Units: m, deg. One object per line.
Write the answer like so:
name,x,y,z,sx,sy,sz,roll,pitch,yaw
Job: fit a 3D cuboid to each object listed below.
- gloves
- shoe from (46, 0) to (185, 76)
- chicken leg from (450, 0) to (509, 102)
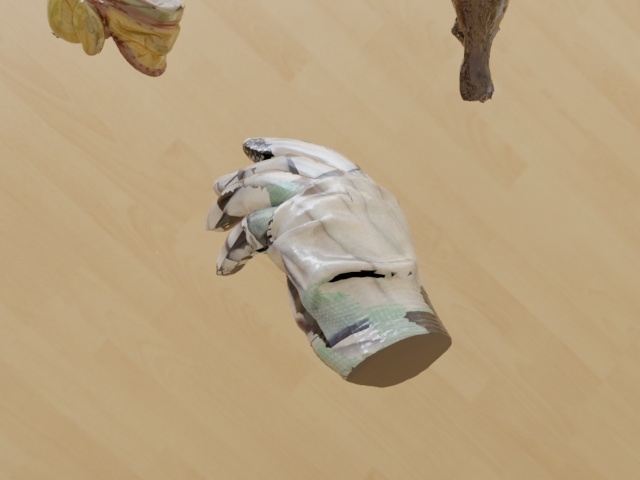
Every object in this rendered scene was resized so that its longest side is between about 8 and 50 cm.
gloves,0.002,-0.005,0.541,0.127,0.111,0.212,-7,56,-34
shoe,-0.158,-0.167,0.619,0.108,0.072,0.069,12,126,-6
chicken leg,0.141,-0.318,0.956,0.322,0.083,0.177,43,79,-27
